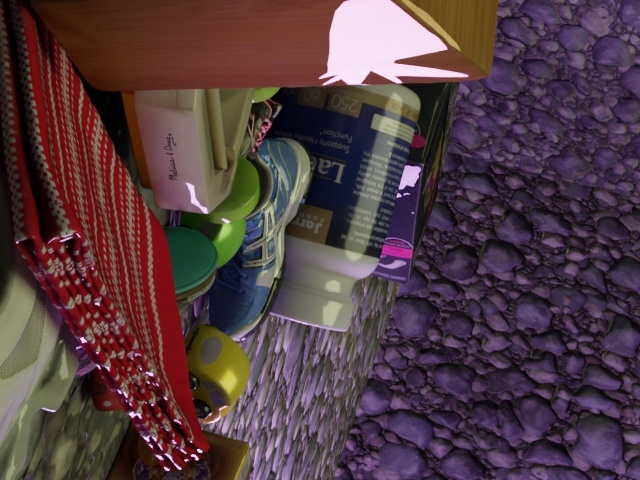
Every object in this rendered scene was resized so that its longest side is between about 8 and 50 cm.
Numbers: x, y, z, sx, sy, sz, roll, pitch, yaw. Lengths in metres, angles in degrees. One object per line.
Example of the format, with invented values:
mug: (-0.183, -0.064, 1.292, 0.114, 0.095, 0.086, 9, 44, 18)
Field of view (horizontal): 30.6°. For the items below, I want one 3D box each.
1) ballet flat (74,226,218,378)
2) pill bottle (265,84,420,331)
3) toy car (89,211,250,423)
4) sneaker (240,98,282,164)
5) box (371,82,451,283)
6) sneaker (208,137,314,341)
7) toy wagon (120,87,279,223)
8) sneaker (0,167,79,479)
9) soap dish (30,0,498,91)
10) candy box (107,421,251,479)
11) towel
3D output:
ballet flat: (-0.146, 0.047, 0.828, 0.079, 0.077, 0.221, -59, 171, 21)
pill bottle: (0.003, -0.046, 1.249, 0.153, 0.153, 0.264, 14, 90, -80)
toy car: (-0.103, 0.044, 1.000, 0.239, 0.053, 0.224, 33, 66, -68)
sneaker: (-0.061, -0.102, 1.012, 0.047, 0.057, 0.119, -39, 125, -80)
box: (0.061, -0.087, 1.470, 0.270, 0.165, 0.143, 89, 19, -57)
sneaker: (-0.076, -0.004, 1.148, 0.081, 0.080, 0.211, 12, 92, -59)
toy wagon: (-0.066, -0.188, 0.834, 0.267, 0.068, 0.344, 91, 7, -56)
sneaker: (-0.196, 0.102, 0.483, 0.146, 0.123, 0.330, 90, 8, -52)
soap dish: (-0.023, -0.221, 0.557, 0.118, 0.229, 0.290, 10, 84, -61)
candy box: (-0.141, 0.252, 1.015, 0.053, 0.109, 0.186, 88, 19, -61)
towel: (-0.119, -0.008, 0.649, 0.275, 0.031, 0.198, 76, -2, -57)
